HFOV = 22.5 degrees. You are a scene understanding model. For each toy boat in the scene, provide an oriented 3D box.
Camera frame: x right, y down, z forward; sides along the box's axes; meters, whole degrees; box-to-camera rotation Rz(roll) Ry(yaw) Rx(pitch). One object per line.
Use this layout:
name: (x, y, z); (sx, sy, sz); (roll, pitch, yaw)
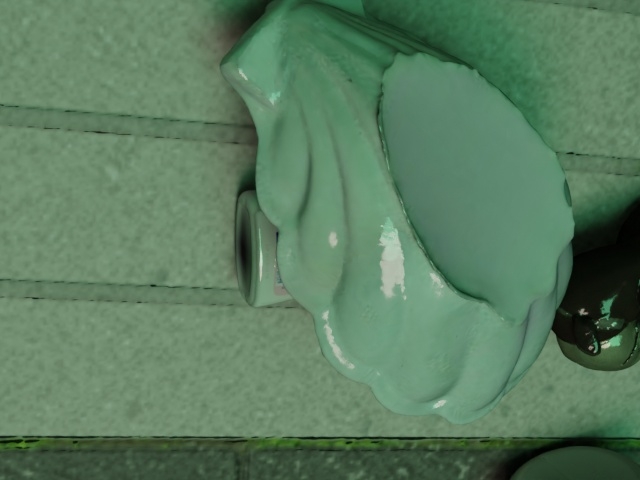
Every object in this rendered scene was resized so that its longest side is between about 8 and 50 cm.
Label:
toy boat: (0.066, -0.023, 0.934); (0.290, 0.100, 0.199); (52, 60, -20)

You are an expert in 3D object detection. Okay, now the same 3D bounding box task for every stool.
stool: (0.241, 0.035, 1.060); (0.217, 0.125, 0.121); (-26, 125, 4)

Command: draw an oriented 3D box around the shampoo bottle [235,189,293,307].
shampoo bottle: (0.000, 0.000, 0.986); (0.099, 0.043, 0.072); (-7, 113, -19)

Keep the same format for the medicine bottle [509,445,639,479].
medicine bottle: (0.188, 0.251, 1.159); (0.107, 0.107, 0.191); (-15, 121, -15)
